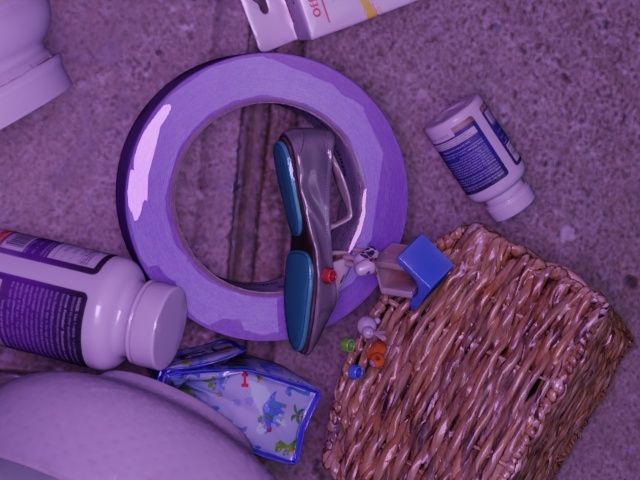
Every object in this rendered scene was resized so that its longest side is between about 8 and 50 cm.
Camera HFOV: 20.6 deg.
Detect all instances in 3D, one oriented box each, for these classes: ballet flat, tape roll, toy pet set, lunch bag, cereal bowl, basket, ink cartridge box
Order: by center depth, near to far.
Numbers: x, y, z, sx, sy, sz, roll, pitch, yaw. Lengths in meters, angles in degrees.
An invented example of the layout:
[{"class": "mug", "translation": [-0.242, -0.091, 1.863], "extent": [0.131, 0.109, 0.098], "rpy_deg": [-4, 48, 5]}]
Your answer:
[{"class": "cereal bowl", "translation": [-0.160, 0.217, 1.599], "extent": [0.339, 0.339, 0.141], "rpy_deg": [32, 68, -14]}, {"class": "ballet flat", "translation": [0.000, 0.000, 1.644], "extent": [0.068, 0.072, 0.213], "rpy_deg": [-7, 97, -21]}, {"class": "toy pet set", "translation": [0.070, 0.056, 1.645], "extent": [0.114, 0.065, 0.122], "rpy_deg": [-42, 128, -39]}, {"class": "lunch bag", "translation": [-0.090, 0.146, 1.697], "extent": [0.151, 0.129, 0.096], "rpy_deg": [18, 88, -12]}, {"class": "tape roll", "translation": [-0.058, -0.044, 1.707], "extent": [0.274, 0.090, 0.275], "rpy_deg": [-1, 96, -12]}, {"class": "ink cartridge box", "translation": [0.018, -0.266, 1.714], "extent": [0.198, 0.067, 0.115], "rpy_deg": [-23, 100, -10]}, {"class": "basket", "translation": [0.148, 0.151, 1.771], "extent": [0.213, 0.223, 0.299], "rpy_deg": [29, 88, 20]}]

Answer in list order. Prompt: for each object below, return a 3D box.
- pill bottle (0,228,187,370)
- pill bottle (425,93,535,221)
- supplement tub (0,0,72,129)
[{"class": "pill bottle", "translation": [-0.227, 0.060, 1.629], "extent": [0.193, 0.108, 0.108], "rpy_deg": [13, 93, 16]}, {"class": "pill bottle", "translation": [0.163, -0.081, 1.765], "extent": [0.067, 0.067, 0.120], "rpy_deg": [-36, 102, -7]}, {"class": "supplement tub", "translation": [-0.381, -0.232, 1.539], "extent": [0.235, 0.235, 0.325], "rpy_deg": [-30, 101, -9]}]
